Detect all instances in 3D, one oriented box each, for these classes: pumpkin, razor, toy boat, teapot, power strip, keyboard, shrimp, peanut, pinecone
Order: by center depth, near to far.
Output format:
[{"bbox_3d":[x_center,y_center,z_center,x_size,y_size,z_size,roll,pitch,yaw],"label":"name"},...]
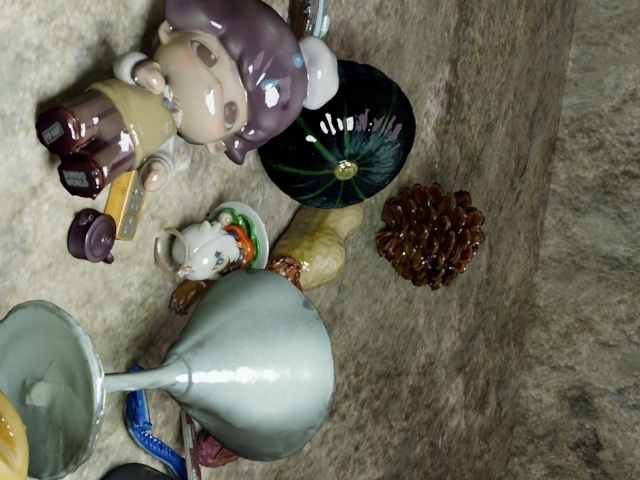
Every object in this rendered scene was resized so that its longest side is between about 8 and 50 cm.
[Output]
[{"bbox_3d":[-0.280,-0.002,1.558,0.068,0.045,0.100,-59,151,-29],"label":"teapot"},{"bbox_3d":[-0.244,-0.081,1.612,0.049,0.028,0.178,14,91,-66],"label":"power strip"},{"bbox_3d":[-0.241,0.297,1.832,0.324,0.056,0.093,74,2,-58],"label":"razor"},{"bbox_3d":[-0.174,0.117,1.873,0.166,0.049,0.161,-19,119,-61],"label":"shrimp"},{"bbox_3d":[-0.193,0.336,1.883,0.055,0.017,0.166,80,-2,-46],"label":"keyboard"},{"bbox_3d":[-0.014,-0.346,1.921,0.066,0.059,0.140,-10,117,-46],"label":"toy boat"},{"bbox_3d":[0.018,-0.185,1.933,0.248,0.248,0.248,-45,143,-49],"label":"pumpkin"},{"bbox_3d":[0.000,0.000,2.095,0.236,0.120,0.110,-49,131,-38],"label":"peanut"},{"bbox_3d":[0.211,-0.016,2.465,0.221,0.221,0.221,-45,143,-49],"label":"pinecone"}]

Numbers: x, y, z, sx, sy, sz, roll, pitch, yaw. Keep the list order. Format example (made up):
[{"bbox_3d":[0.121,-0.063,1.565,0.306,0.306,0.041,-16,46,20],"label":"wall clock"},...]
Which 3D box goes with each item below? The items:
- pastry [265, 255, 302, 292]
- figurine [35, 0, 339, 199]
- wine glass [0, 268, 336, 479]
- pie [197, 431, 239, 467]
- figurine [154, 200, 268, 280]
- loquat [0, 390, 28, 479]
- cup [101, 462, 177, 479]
[{"bbox_3d":[-0.085,0.114,1.987,0.115,0.097,0.208,-68,167,-47],"label":"pastry"},{"bbox_3d":[-0.164,-0.187,1.512,0.206,0.218,0.365,-36,180,37],"label":"figurine"},{"bbox_3d":[-0.204,0.171,1.548,0.406,0.267,0.267,0,104,-53],"label":"wine glass"},{"bbox_3d":[-0.110,0.283,2.004,0.219,0.054,0.204,-52,163,20],"label":"pie"},{"bbox_3d":[-0.166,0.011,1.760,0.153,0.132,0.132,-8,112,-52],"label":"figurine"},{"bbox_3d":[-0.395,0.223,1.253,0.213,0.213,0.213,-45,143,-49],"label":"loquat"},{"bbox_3d":[-0.246,0.407,1.727,0.169,0.176,0.223,-67,157,-9],"label":"cup"}]
